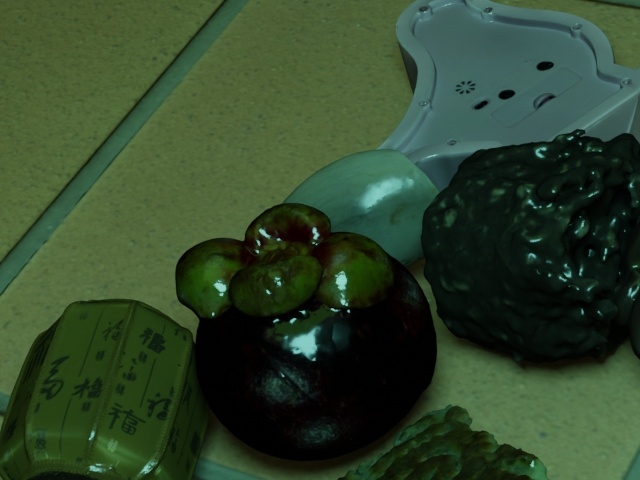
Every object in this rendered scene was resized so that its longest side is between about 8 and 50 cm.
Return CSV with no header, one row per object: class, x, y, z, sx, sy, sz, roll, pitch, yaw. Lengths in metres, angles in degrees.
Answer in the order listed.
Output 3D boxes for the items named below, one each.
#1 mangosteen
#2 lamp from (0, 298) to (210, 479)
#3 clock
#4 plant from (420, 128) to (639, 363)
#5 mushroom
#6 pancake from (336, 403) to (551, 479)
mangosteen,-0.007,0.075,1.542,0.209,0.210,0.210,-10,43,9
lamp,-0.173,0.146,1.562,0.161,0.161,0.185,-4,46,15
clock,0.133,-0.110,1.783,0.290,0.080,0.275,-36,45,-21
plant,0.207,0.013,1.552,0.234,0.204,0.178,12,47,39
mushroom,0.000,0.000,1.656,0.225,0.116,0.093,-25,20,7
pancake,-0.003,0.262,1.385,0.426,0.067,0.305,-30,20,3
